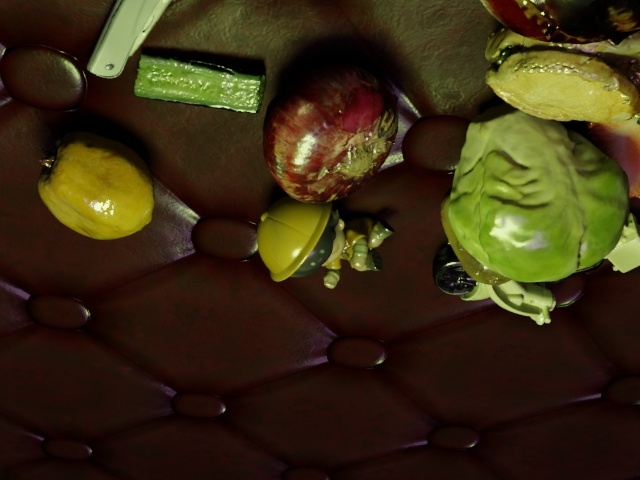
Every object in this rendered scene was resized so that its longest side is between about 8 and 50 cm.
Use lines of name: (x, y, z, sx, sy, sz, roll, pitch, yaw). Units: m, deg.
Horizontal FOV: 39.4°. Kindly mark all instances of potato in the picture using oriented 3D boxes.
potato: (0.298, -0.005, 1.670, 0.164, 0.081, 0.200, -27, 92, 34)

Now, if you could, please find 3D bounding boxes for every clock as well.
clock: (0.435, 0.040, 1.768, 0.276, 0.120, 0.379, 36, 129, -26)

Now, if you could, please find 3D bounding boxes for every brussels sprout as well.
brussels sprout: (0.352, -0.071, 1.499, 0.316, 0.242, 0.274, 41, 100, -2)

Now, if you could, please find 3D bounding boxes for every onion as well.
onion: (0.013, -0.178, 1.470, 0.246, 0.190, 0.246, -21, 143, -17)

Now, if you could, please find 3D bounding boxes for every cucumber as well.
cucumber: (-0.200, -0.263, 1.486, 0.211, 0.062, 0.078, 9, 106, 1)

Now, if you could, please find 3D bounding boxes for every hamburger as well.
hamburger: (0.377, -0.262, 1.322, 0.286, 0.146, 0.243, 10, 180, 37)

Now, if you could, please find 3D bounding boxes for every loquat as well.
loquat: (-0.400, -0.102, 1.593, 0.234, 0.176, 0.187, 36, 131, -20)

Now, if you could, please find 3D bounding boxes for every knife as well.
knife: (-0.292, -0.348, 1.397, 0.073, 0.041, 0.265, 16, 139, -30)

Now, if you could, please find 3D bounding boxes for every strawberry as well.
strawberry: (0.549, -0.183, 1.508, 0.188, 0.106, 0.286, 17, 158, 18)

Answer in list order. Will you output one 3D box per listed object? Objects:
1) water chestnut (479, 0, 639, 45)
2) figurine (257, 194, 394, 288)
water chestnut: (0.304, -0.395, 1.123, 0.335, 0.335, 0.347, 28, 169, -28)
figurine: (-0.002, -0.004, 1.704, 0.256, 0.167, 0.192, 6, 132, -40)
